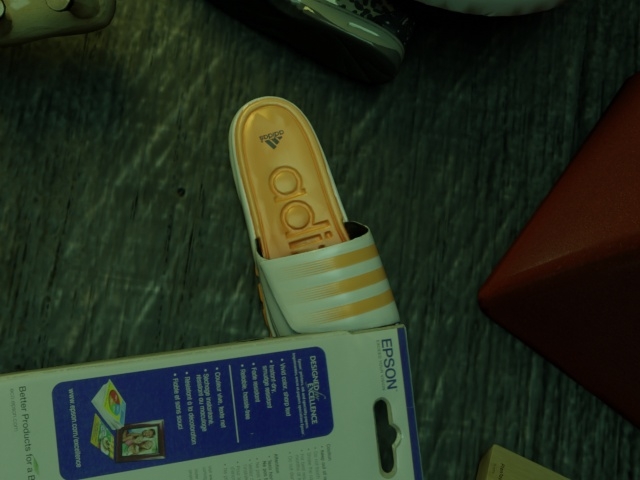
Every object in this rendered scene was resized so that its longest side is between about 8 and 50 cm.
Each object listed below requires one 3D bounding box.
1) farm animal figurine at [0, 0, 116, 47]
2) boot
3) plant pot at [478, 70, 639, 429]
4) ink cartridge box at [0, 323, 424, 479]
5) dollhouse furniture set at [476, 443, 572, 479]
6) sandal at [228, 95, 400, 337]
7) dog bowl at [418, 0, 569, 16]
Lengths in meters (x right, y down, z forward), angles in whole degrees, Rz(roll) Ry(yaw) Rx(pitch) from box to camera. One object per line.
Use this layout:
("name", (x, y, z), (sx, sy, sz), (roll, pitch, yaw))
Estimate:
("farm animal figurine", (-0.347, -0.205, 0.793), (0.330, 0.172, 0.327), (41, 89, -5))
("boot", (-0.002, -0.258, 0.884), (0.236, 0.085, 0.179), (31, 72, 0))
("plant pot", (0.323, 0.005, 0.785), (0.267, 0.236, 0.267), (37, 76, 1))
("ink cartridge box", (-0.089, 0.157, 0.730), (0.332, 0.065, 0.166), (-5, 87, -23))
("dollhouse furniture set", (0.135, 0.265, 0.813), (0.144, 0.123, 0.151), (25, 41, -1))
("sandal", (-0.010, 0.003, 0.825), (0.101, 0.076, 0.265), (-20, 82, -11))
("dog bowl", (0.108, -0.348, 0.843), (0.348, 0.102, 0.349), (9, 58, -14))
